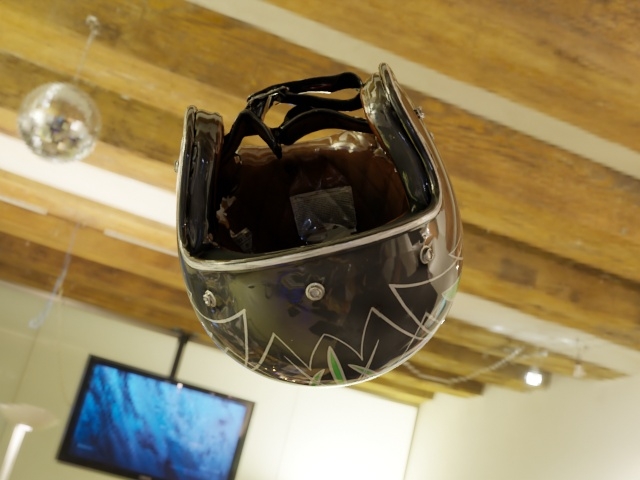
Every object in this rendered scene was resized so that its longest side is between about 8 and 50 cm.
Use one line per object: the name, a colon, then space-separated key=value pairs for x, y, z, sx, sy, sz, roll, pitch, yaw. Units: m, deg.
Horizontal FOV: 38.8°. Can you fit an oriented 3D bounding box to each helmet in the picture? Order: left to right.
helmet: x=0.000 y=0.000 z=0.493 sx=0.170 sy=0.161 sz=0.169 roll=-9 pitch=-20 yaw=-3
